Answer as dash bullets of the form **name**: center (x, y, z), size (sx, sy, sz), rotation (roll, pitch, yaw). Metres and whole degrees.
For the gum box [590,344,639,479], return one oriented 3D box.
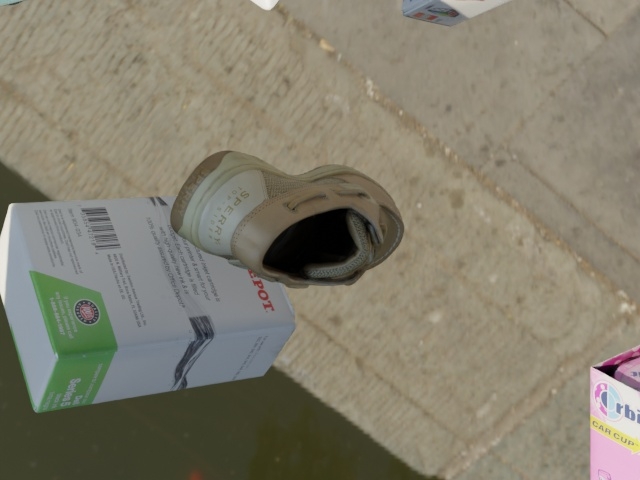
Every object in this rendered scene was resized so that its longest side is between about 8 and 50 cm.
- **gum box**: center (0.278, 0.115, 0.758), size (0.188, 0.062, 0.107), rotation (-18, 115, -28)

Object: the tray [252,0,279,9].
- **tray**: center (-0.036, -0.421, 1.292), size (0.145, 0.030, 0.270), rotation (38, 95, 22)

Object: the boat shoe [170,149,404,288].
- **boat shoe**: center (0.000, 0.000, 1.015), size (0.110, 0.341, 0.122), rotation (35, 106, 27)

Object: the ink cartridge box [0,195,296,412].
- **ink cartridge box**: center (-0.192, 0.059, 1.175), size (0.273, 0.198, 0.115), rotation (-4, 144, -32)

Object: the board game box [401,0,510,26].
- **board game box**: center (0.143, -0.274, 0.759), size (0.053, 0.305, 0.193), rotation (9, 89, -16)

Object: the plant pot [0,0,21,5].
- **plant pot**: center (-0.338, -0.421, 1.248), size (0.248, 0.247, 0.252), rotation (-10, 120, 15)
